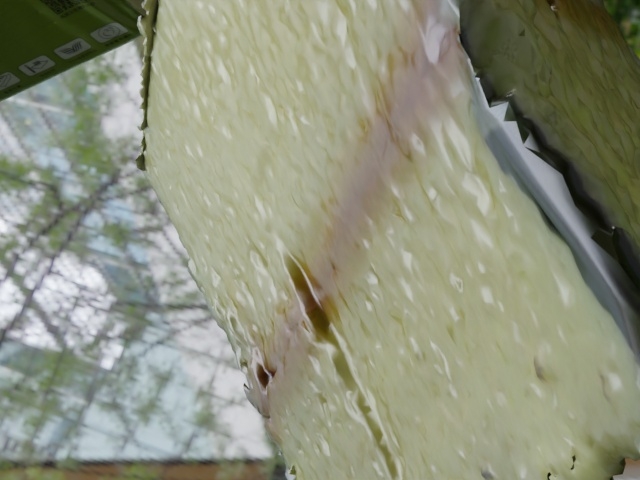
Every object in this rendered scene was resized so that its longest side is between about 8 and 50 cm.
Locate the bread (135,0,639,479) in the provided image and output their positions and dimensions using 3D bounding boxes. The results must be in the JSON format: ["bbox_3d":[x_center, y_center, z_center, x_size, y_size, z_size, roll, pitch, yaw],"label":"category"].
[{"bbox_3d":[0.000,0.000,0.611,0.405,0.346,0.242,-44,-12,31],"label":"bread"}]

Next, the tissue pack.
[{"bbox_3d":[-0.300,-0.248,1.232,0.167,0.274,0.200,42,-145,-52],"label":"tissue pack"}]
